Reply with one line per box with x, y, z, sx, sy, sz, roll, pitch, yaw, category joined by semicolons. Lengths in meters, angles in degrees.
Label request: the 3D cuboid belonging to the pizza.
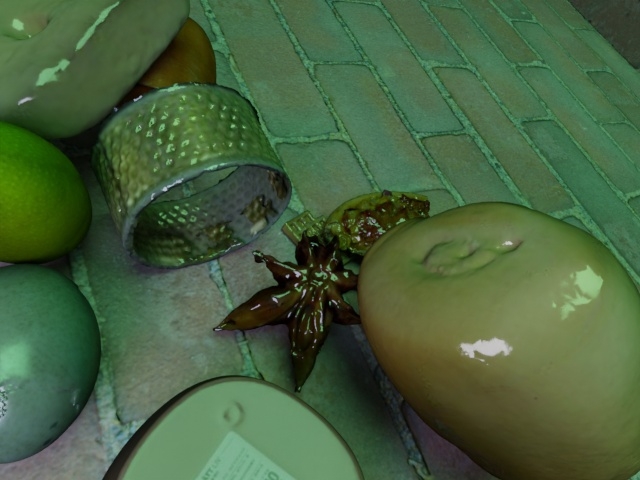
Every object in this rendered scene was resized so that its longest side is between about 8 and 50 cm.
0.148;-0.021;0.872;0.290;0.081;0.228;-14;51;-37;pizza

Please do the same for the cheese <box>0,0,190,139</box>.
-0.409;-0.291;0.659;0.351;0.129;0.328;14;62;14;cheese

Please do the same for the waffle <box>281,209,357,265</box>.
0.000;0.000;0.865;0.135;0.021;0.092;47;54;11;waffle

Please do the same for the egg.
-0.346;0.132;0.526;0.169;0.169;0.236;-7;48;-27;egg

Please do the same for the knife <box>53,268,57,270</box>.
-0.417;0.069;0.648;0.014;0.005;0.091;40;52;5;knife

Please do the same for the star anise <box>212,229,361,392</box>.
0.011;0.102;0.729;0.347;0.148;0.237;-5;82;-29;star anise

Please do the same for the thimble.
-0.185;-0.088;0.690;0.271;0.270;0.150;-16;66;-31;thimble

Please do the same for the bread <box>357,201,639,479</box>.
0.241;0.156;0.602;0.376;0.348;0.253;49;60;-32;bread

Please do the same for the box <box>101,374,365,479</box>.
-0.096;0.299;0.497;0.301;0.216;0.300;12;55;-17;box

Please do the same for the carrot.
-0.295;-0.311;0.845;0.193;0.214;0.331;39;40;-51;carrot

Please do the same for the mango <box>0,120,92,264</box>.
-0.382;-0.058;0.546;0.193;0.343;0.155;20;73;-19;mango
